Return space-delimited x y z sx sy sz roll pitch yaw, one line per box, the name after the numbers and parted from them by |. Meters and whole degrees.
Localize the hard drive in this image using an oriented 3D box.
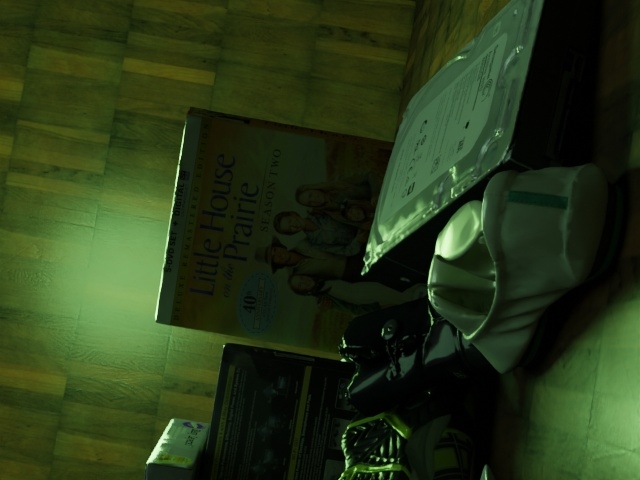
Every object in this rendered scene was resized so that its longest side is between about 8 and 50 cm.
0.156 -0.107 1.519 0.339 0.064 0.236 -40 30 60 | hard drive

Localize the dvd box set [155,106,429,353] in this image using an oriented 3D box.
0.000 0.000 2.041 0.062 0.421 0.307 -87 8 -76 | dvd box set

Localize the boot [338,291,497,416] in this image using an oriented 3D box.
0.114 0.065 1.669 0.207 0.094 0.246 -22 52 38 | boot

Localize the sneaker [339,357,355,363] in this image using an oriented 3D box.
0.069 0.162 2.342 0.268 0.101 0.153 -103 25 -79 | sneaker

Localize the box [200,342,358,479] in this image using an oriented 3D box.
-0.006 0.355 1.980 0.097 0.318 0.394 109 169 -86 | box

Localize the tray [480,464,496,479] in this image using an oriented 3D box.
0.158 0.352 1.391 0.270 0.030 0.145 -83 4 -59 | tray

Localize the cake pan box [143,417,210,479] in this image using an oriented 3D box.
-0.207 0.396 1.986 0.246 0.070 0.266 -54 -26 -84 | cake pan box

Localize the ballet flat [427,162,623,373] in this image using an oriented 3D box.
0.165 0.021 1.351 0.400 0.139 0.139 104 175 -72 | ballet flat

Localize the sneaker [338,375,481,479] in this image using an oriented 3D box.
0.104 0.273 1.644 0.147 0.145 0.384 56 -147 -14 | sneaker
